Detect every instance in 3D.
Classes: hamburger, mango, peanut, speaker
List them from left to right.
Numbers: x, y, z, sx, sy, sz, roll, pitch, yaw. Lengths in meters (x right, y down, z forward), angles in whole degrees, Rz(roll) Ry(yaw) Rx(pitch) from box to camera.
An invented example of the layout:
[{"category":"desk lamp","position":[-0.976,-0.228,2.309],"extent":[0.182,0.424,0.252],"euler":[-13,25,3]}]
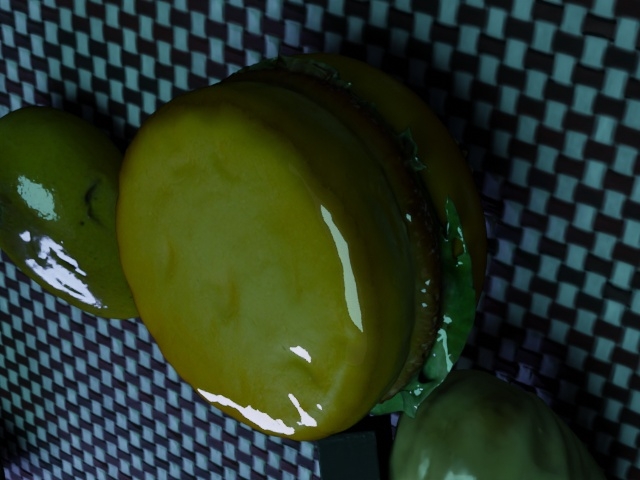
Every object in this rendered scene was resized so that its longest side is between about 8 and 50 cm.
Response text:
[{"category":"mango","position":[-0.196,-0.016,0.915],"extent":[0.137,0.098,0.195],"euler":[-24,108,39]},{"category":"hamburger","position":[-0.001,-0.001,0.725],"extent":[0.246,0.170,0.246],"euler":[22,126,35]},{"category":"speaker","position":[0.028,0.151,0.806],"extent":[0.040,0.191,0.046],"euler":[-7,84,5]},{"category":"peanut","position":[0.137,0.213,0.796],"extent":[0.148,0.147,0.319],"euler":[6,132,33]}]

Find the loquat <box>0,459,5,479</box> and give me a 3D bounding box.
[{"category":"loquat","position":[-0.433,0.255,1.210],"extent":[0.227,0.179,0.179],"euler":[-1,117,35]}]
